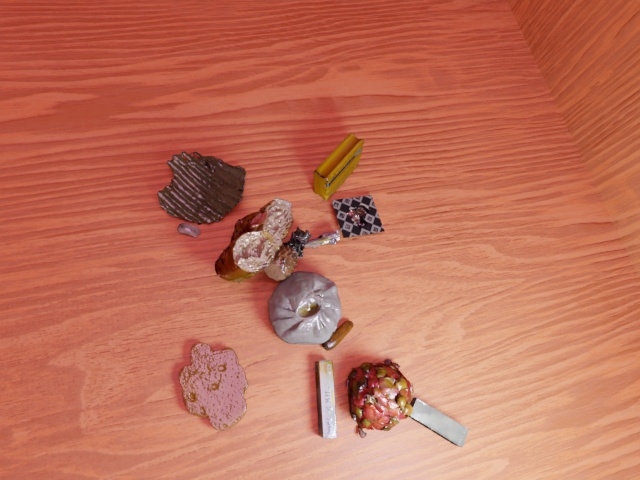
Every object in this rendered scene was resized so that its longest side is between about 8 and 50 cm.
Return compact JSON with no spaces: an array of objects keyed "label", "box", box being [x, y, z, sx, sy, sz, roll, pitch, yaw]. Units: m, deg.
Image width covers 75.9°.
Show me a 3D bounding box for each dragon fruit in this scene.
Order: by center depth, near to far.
[{"label":"dragon fruit","box":[0.274,0.664,1.737,0.296,0.263,0.314,-2,71,-12]}]

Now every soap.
[{"label":"soap","box":[0.090,-0.376,2.101,0.096,0.204,0.324,35,67,14]}]

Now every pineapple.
[{"label":"pineapple","box":[-0.153,0.051,1.911,0.141,0.170,0.310,45,44,-11]}]

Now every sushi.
[{"label":"sushi","box":[0.186,-0.117,2.111,0.231,0.047,0.220,-9,68,-18]}]

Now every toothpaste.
[{"label":"toothpaste","box":[0.020,0.682,1.776,0.071,0.089,0.313,2,70,-16]}]

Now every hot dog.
[{"label":"hot dog","box":[-0.312,0.014,1.793,0.196,0.365,0.367,37,58,-13]}]

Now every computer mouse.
[{"label":"computer mouse","box":[-0.621,-0.051,1.936,0.110,0.032,0.056,18,69,-4]}]

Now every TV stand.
[{"label":"TV stand","box":[0.515,0.807,1.832,0.269,0.083,0.088,32,70,0]}]

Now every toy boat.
[{"label":"toy boat","box":[0.000,0.000,2.022,0.210,0.084,0.066,-14,97,-7]}]

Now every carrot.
[{"label":"carrot","box":[0.084,0.437,1.891,0.186,0.060,0.060,-37,81,-25]}]

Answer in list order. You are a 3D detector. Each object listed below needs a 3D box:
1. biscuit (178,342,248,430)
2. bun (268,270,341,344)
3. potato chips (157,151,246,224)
[{"label":"biscuit","box":[-0.449,0.605,1.729,0.269,0.051,0.376,-25,76,-15]},{"label":"bun","box":[-0.064,0.294,1.838,0.354,0.194,0.354,4,72,-11]},{"label":"potato chips","box":[-0.561,-0.263,1.989,0.389,0.097,0.373,14,70,-5]}]
